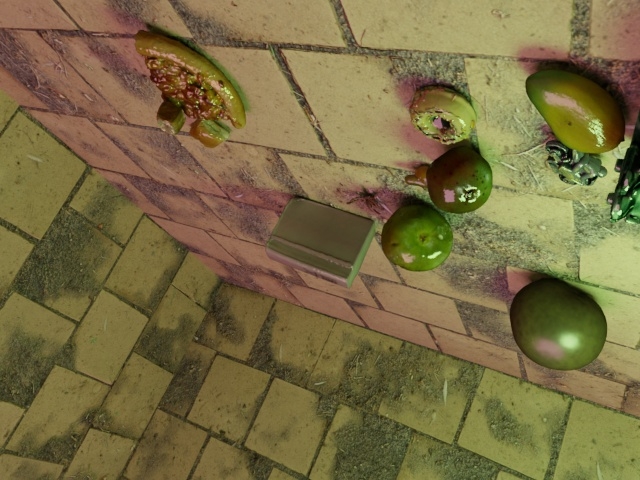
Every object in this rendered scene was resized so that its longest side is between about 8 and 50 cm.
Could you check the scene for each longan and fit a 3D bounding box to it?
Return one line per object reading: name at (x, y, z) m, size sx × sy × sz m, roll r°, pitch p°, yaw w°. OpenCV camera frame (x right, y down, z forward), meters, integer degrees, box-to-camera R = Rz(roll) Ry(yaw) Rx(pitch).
longan at (0.804, 0.287, 1.956) m, size 0.319 × 0.319 × 0.319 m, roll 23°, pitch 161°, yaw 8°

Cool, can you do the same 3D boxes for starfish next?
starfish at (0.151, -0.143, 2.005) m, size 0.130 × 0.041 × 0.133 m, roll 3°, pitch 146°, yaw 30°

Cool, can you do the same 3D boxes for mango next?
mango at (0.522, -0.263, 1.161) m, size 0.237 × 0.091 × 0.137 m, roll 36°, pitch 152°, yaw -29°

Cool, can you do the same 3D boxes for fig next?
fig at (0.301, 0.008, 1.933) m, size 0.233 × 0.233 × 0.314 m, roll 28°, pitch 155°, yaw -9°

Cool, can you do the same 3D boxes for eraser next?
eraser at (0.000, 0.000, 2.228) m, size 0.359 × 0.272 × 0.122 m, roll 21°, pitch 163°, yaw 17°

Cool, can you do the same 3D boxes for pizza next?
pizza at (-0.399, -0.474, 1.741) m, size 0.277 × 0.114 × 0.409 m, roll -3°, pitch 144°, yaw 45°

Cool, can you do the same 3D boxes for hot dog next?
hot dog at (0.320, -0.177, 1.683) m, size 0.140 × 0.060 × 0.090 m, roll 26°, pitch 157°, yaw 10°

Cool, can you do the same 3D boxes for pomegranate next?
pomegranate at (0.361, -0.169, 1.529) m, size 0.180 × 0.180 × 0.210 m, roll 33°, pitch -162°, yaw -21°

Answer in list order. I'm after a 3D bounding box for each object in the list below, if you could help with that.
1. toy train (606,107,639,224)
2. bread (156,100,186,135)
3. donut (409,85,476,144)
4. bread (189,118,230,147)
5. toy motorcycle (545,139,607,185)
toy train at (0.650, -0.145, 1.079) m, size 0.167 × 0.238 × 0.299 m, roll 15°, pitch 161°, yaw 25°
bread at (-0.470, -0.381, 1.785) m, size 0.076 × 0.070 × 0.083 m, roll 25°, pitch 158°, yaw 8°
donut at (0.292, -0.298, 1.389) m, size 0.174 × 0.068 × 0.174 m, roll 22°, pitch 160°, yaw 8°
bread at (-0.393, -0.377, 2.011) m, size 0.125 × 0.082 × 0.106 m, roll 37°, pitch 164°, yaw -23°
toy motorcycle at (0.599, -0.175, 1.334) m, size 0.124 × 0.061 × 0.193 m, roll 17°, pitch 166°, yaw 41°
